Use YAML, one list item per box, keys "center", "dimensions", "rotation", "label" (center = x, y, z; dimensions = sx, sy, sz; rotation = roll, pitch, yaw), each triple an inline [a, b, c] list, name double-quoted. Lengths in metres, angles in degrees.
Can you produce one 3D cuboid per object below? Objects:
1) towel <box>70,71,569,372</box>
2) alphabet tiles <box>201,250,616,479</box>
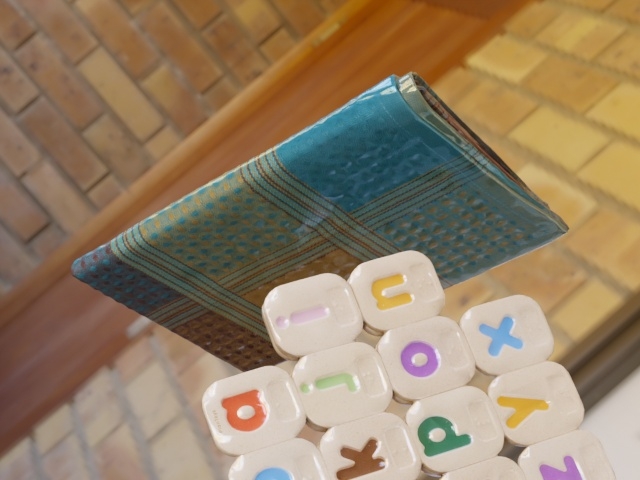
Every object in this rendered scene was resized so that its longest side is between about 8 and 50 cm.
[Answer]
- center: [0.000, 0.000, 1.284]
  dimensions: [0.271, 0.370, 0.040]
  rotation: [36, 37, -44]
  label: "towel"
- center: [0.066, 0.149, 1.039]
  dimensions: [0.021, 0.278, 0.284]
  rotation: [120, -49, -63]
  label: "alphabet tiles"
